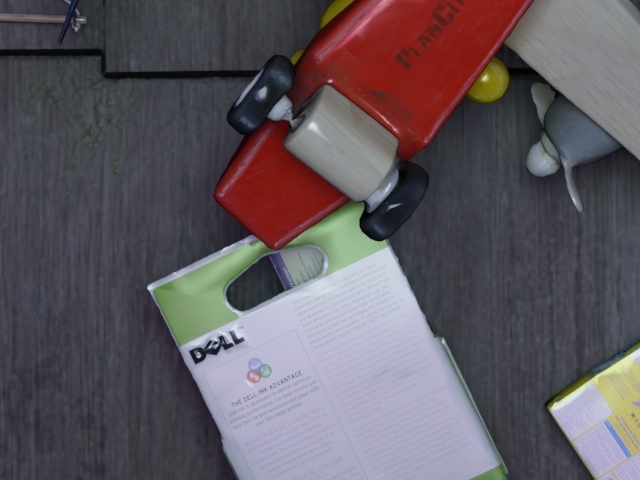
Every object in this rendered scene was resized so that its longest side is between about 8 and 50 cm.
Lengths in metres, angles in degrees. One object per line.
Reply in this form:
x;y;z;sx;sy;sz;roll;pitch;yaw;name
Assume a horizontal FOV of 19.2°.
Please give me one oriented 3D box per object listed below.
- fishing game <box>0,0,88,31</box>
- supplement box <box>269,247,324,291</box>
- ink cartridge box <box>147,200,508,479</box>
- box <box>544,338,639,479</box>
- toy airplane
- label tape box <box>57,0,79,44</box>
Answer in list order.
-0.245;-0.303;1.512;0.189;0.041;0.264;4;91;3;fishing game
0.000;0.000;1.495;0.083;0.056;0.083;-26;89;1;supplement box
0.006;0.106;1.464;0.189;0.097;0.255;-26;94;1;ink cartridge box
0.280;0.123;1.495;0.179;0.043;0.105;-33;89;4;box
0.099;-0.200;1.340;0.384;0.272;0.386;-6;104;-1;toy airplane
-0.173;-0.336;1.379;0.106;0.240;0.333;20;80;-9;label tape box
